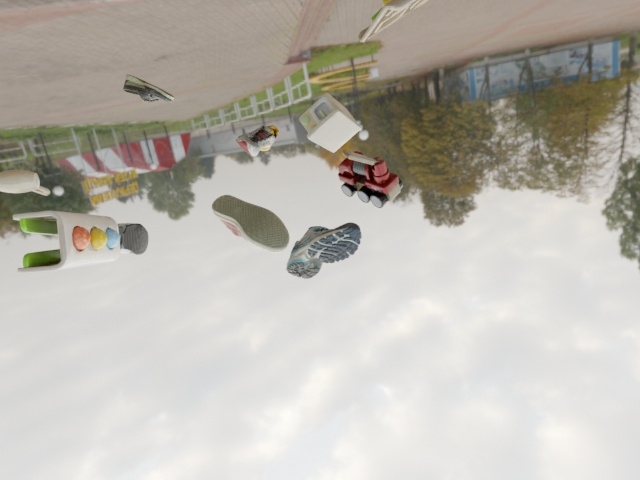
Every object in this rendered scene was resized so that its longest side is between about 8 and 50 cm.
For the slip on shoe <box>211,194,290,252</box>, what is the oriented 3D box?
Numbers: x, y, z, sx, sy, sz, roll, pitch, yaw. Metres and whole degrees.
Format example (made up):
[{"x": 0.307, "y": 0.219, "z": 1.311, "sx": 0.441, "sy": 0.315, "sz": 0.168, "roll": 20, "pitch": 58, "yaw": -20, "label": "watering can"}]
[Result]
[{"x": -0.218, "y": -0.046, "z": 1.384, "sx": 0.331, "sy": 0.101, "sz": 0.123, "roll": 27, "pitch": -117, "yaw": 34, "label": "slip on shoe"}]

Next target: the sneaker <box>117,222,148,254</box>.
[{"x": -0.766, "y": -0.011, "z": 1.583, "sx": 0.146, "sy": 0.122, "sz": 0.330, "roll": 3, "pitch": 178, "yaw": 13, "label": "sneaker"}]

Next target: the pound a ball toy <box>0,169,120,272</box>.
[{"x": -0.580, "y": -0.039, "z": 1.002, "sx": 0.136, "sy": 0.208, "sz": 0.319, "roll": -5, "pitch": 180, "yaw": -3, "label": "pound a ball toy"}]

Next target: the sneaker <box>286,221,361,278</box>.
[{"x": 0.000, "y": 0.000, "z": 1.191, "sx": 0.110, "sy": 0.122, "sz": 0.283, "roll": 27, "pitch": 142, "yaw": -31, "label": "sneaker"}]

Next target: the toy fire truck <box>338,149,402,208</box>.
[{"x": 0.138, "y": -0.242, "z": 1.461, "sx": 0.158, "sy": 0.246, "sz": 0.217, "roll": -44, "pitch": -134, "yaw": -21, "label": "toy fire truck"}]

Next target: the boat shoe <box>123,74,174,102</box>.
[{"x": -0.664, "y": -0.567, "z": 1.665, "sx": 0.224, "sy": 0.073, "sz": 0.080, "roll": 26, "pitch": -174, "yaw": 13, "label": "boat shoe"}]

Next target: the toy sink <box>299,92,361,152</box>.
[{"x": 0.025, "y": -0.456, "z": 1.656, "sx": 0.153, "sy": 0.131, "sz": 0.234, "roll": -39, "pitch": 162, "yaw": 20, "label": "toy sink"}]

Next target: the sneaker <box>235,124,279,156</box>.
[{"x": -0.215, "y": -0.359, "z": 1.498, "sx": 0.093, "sy": 0.088, "sz": 0.225, "roll": -43, "pitch": -175, "yaw": 28, "label": "sneaker"}]

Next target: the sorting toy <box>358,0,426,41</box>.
[{"x": 0.172, "y": -0.461, "z": 0.813, "sx": 0.193, "sy": 0.038, "sz": 0.208, "roll": -34, "pitch": -165, "yaw": -3, "label": "sorting toy"}]
